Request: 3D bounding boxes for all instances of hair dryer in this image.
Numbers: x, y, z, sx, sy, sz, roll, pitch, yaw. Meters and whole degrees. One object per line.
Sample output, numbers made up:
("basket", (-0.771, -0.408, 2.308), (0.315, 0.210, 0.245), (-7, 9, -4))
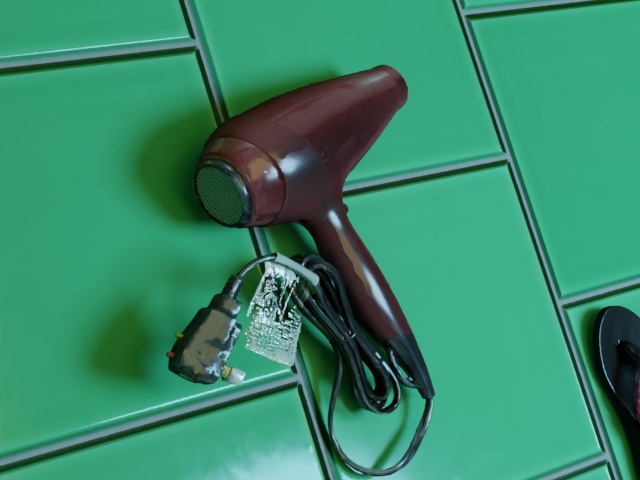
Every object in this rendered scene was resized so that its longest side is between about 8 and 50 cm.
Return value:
("hair dryer", (0.000, 0.000, 0.963), (0.224, 0.080, 0.293), (30, 66, -38))

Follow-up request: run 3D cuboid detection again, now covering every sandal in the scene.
("sandal", (0.267, 0.134, 1.085), (0.067, 0.040, 0.179), (-13, 82, -33))
